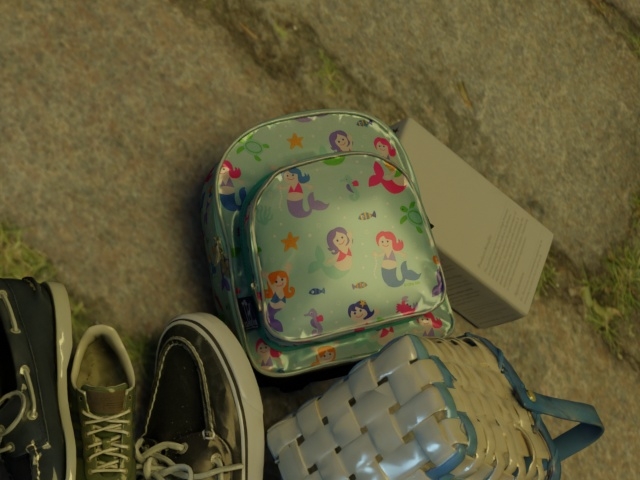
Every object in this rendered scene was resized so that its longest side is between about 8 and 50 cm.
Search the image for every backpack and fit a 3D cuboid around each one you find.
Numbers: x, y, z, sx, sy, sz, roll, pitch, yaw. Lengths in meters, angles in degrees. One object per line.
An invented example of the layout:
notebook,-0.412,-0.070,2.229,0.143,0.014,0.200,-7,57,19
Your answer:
backpack,0.000,0.000,1.586,0.225,0.191,0.253,-11,76,-14

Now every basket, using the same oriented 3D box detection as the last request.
basket,0.105,0.213,1.539,0.289,0.255,0.201,17,40,-54

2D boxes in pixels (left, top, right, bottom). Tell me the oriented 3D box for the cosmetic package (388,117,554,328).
cosmetic package,0.136,-0.015,1.777,0.231,0.085,0.117,37,57,-22

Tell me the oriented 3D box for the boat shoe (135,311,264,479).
boat shoe,-0.123,0.216,1.476,0.105,0.113,0.306,5,82,-53

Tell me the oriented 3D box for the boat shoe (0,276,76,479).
boat shoe,-0.254,0.147,1.397,0.079,0.095,0.254,7,66,-27

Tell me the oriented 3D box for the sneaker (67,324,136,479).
sneaker,-0.191,0.158,1.416,0.064,0.086,0.192,1,51,-12
